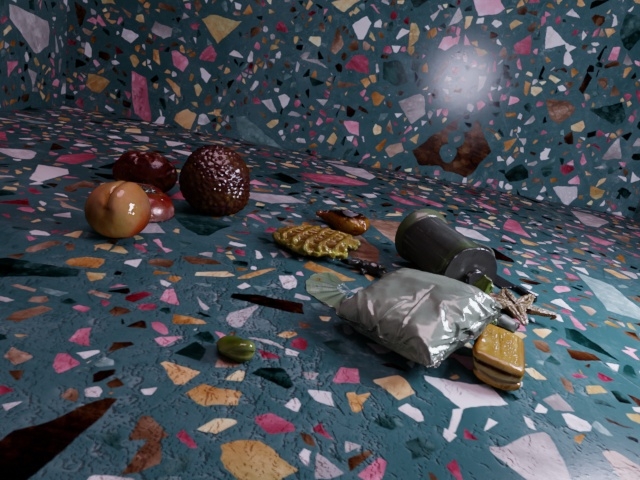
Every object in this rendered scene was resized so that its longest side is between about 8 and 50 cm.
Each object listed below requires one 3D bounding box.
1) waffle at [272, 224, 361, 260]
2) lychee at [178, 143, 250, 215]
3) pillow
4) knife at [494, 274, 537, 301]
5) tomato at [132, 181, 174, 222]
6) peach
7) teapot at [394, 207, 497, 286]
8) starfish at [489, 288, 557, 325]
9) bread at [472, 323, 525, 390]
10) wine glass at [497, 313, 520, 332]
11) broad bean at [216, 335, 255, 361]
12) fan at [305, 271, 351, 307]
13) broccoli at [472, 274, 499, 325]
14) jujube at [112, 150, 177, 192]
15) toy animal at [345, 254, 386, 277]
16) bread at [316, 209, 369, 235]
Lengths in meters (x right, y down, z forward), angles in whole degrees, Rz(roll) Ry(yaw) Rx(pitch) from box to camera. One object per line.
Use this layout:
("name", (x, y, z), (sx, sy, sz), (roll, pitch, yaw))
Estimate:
("waffle", (-0.006, 0.001, 1.658), (0.282, 0.058, 0.301), (21, 18, 36))
("lychee", (-0.372, -0.210, 1.786), (0.261, 0.260, 0.260), (10, 19, -4))
("pillow", (0.216, 0.168, 1.162), (0.310, 0.138, 0.284), (19, 33, 40))
("knife", (0.620, 0.148, 1.677), (0.072, 0.019, 0.245), (-2, 20, -24))
("tomato", (-0.603, -0.140, 1.682), (0.228, 0.101, 0.228), (12, 17, -4))
("peach", (-0.582, -0.088, 1.434), (0.184, 0.184, 0.184), (10, 19, -4))
("teapot", (0.420, 0.048, 1.567), (0.271, 0.200, 0.337), (-2, 24, -18))
("starfish", (0.574, 0.190, 1.484), (0.241, 0.043, 0.227), (15, 17, 22))
("bread", (0.403, 0.260, 1.137), (0.116, 0.077, 0.200), (16, 18, 17))
("wine glass", (0.506, 0.219, 1.368), (0.083, 0.038, 0.042), (27, 36, 33))
("broad bean", (-0.171, 0.214, 0.998), (0.083, 0.045, 0.063), (13, 16, 28))
("fan", (0.023, 0.133, 1.391), (0.131, 0.009, 0.240), (6, 20, -8))
("broccoli", (0.393, 0.160, 1.293), (0.167, 0.160, 0.155), (43, 15, 26))
("jujube", (-0.659, -0.251, 1.875), (0.251, 0.174, 0.174), (7, 16, 22))
("toy animal", (0.141, 0.080, 1.554), (0.136, 0.047, 0.065), (12, 13, 21))
("bread", (0.094, -0.071, 1.908), (0.140, 0.095, 0.269), (3, 6, -28))
